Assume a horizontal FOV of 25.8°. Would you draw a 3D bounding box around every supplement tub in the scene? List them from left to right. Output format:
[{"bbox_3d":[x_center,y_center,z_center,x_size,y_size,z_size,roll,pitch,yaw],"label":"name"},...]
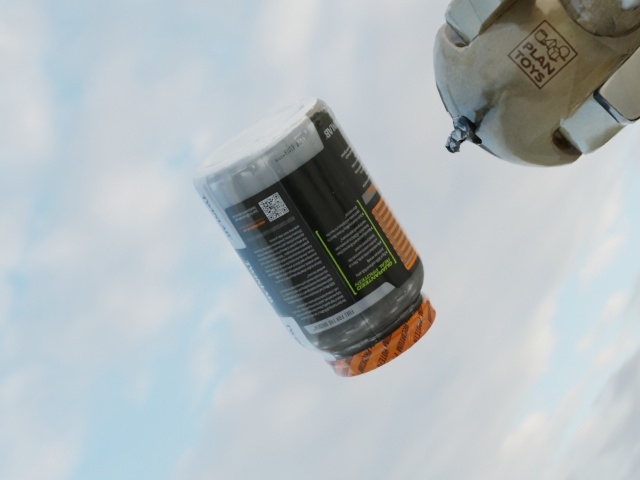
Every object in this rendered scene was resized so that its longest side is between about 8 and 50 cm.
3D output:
[{"bbox_3d":[0.000,0.000,1.040,0.117,0.190,0.117,-30,13,8],"label":"supplement tub"}]

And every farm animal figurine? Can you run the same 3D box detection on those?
[{"bbox_3d":[0.184,-0.124,0.611,0.327,0.330,0.172,-27,-6,-6],"label":"farm animal figurine"}]
